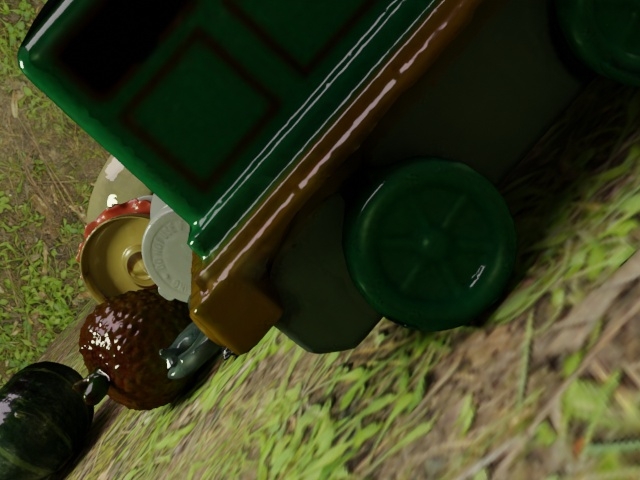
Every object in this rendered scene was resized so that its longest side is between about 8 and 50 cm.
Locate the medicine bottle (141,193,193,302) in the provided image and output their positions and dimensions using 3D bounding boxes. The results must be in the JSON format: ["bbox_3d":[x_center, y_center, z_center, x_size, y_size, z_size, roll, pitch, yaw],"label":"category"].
[{"bbox_3d":[-0.088,-0.027,0.847,0.135,0.135,0.215,-43,9,25],"label":"medicine bottle"}]

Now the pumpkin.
[{"bbox_3d":[-0.341,0.219,1.038,0.167,0.125,0.167,-32,6,4],"label":"pumpkin"}]

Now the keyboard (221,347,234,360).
[{"bbox_3d":[0.000,0.000,0.764,0.250,0.017,0.087,-47,13,10],"label":"keyboard"}]

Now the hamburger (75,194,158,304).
[{"bbox_3d":[-0.226,0.019,1.171,0.175,0.175,0.137,-46,6,14],"label":"hamburger"}]

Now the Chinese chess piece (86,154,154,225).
[{"bbox_3d":[-0.262,-0.066,1.442,0.273,0.102,0.273,-55,-18,-28],"label":"Chinese chess piece"}]

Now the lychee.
[{"bbox_3d":[-0.162,0.099,0.811,0.146,0.114,0.114,-35,3,-32],"label":"lychee"}]

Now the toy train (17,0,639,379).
[{"bbox_3d":[0.028,-0.117,0.467,0.429,0.249,0.178,-49,12,2],"label":"toy train"}]
